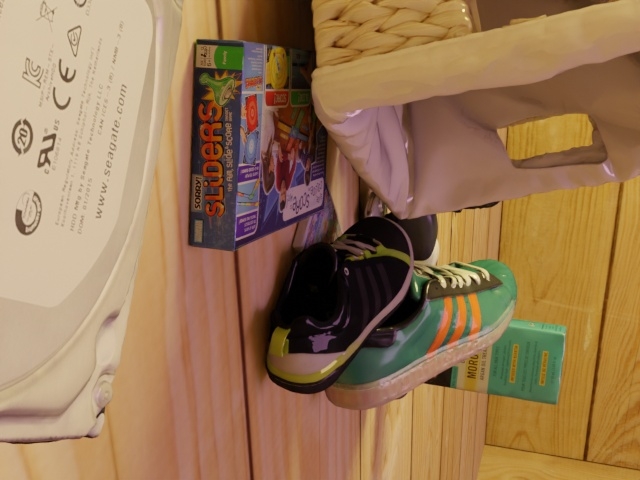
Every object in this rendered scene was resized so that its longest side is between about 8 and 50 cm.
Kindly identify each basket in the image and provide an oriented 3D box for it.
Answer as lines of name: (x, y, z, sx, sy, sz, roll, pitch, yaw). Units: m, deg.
basket: (0.172, -0.197, 0.740, 0.331, 0.329, 0.266, 41, 40, -70)

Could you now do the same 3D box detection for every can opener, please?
can opener: (0.100, 0.067, 1.083, 0.076, 0.095, 0.283, -57, 143, -56)

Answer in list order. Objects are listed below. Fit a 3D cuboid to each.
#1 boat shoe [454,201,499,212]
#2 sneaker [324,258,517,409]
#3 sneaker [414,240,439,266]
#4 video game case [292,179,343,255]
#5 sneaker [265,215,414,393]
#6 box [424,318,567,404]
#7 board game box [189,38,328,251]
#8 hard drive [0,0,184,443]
boat shoe: (0.152, -0.182, 0.984, 0.114, 0.091, 0.302, -23, 109, -61)
sneaker: (0.120, 0.069, 0.984, 0.302, 0.108, 0.121, -27, 122, -39)
sneaker: (0.132, -0.010, 1.266, 0.061, 0.054, 0.152, -52, 140, -45)
video game case: (0.000, 0.000, 0.865, 0.122, 0.011, 0.087, 70, 31, -57)
sneaker: (0.023, 0.035, 0.791, 0.234, 0.084, 0.097, -57, 150, -45)
box: (0.208, 0.153, 1.224, 0.060, 0.245, 0.100, -13, 109, -73)
board game box: (-0.038, -0.076, 0.661, 0.201, 0.035, 0.136, -27, 122, -71)
hard drive: (-0.143, -0.059, 0.254, 0.339, 0.064, 0.236, 37, 60, -71)
